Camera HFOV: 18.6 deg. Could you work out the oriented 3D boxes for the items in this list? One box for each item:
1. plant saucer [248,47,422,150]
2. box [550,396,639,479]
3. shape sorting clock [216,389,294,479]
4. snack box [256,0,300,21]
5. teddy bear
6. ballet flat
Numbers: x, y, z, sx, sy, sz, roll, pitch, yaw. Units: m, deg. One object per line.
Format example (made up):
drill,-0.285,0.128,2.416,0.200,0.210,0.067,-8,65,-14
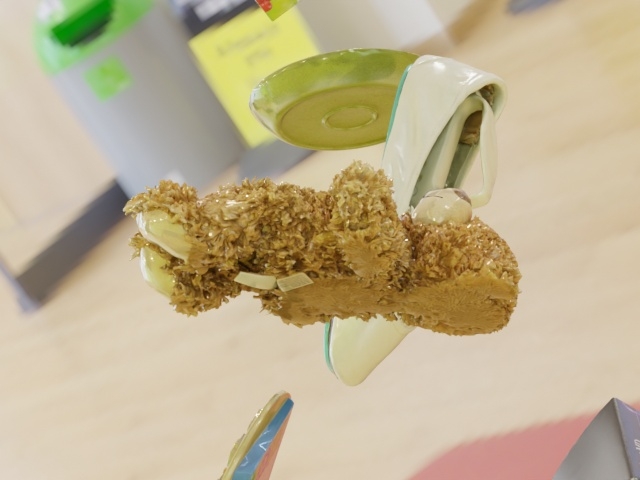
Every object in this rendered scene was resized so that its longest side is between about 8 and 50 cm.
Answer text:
plant saucer,0.034,-0.162,2.366,0.241,0.241,0.037,-23,63,36
box,0.311,0.251,1.663,0.108,0.207,0.153,-57,11,19
shape sorting clock,-0.083,0.250,2.046,0.206,0.040,0.206,23,-90,-83
snack box,-0.028,-0.328,2.212,0.141,0.100,0.037,-36,44,4
teddy bear,0.000,0.000,1.636,0.338,0.245,0.113,-3,60,12
ballet flat,0.113,-0.028,2.127,0.139,0.139,0.400,-14,52,52
